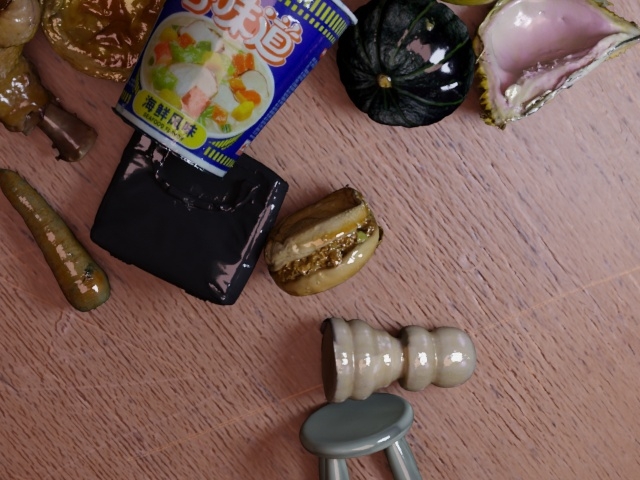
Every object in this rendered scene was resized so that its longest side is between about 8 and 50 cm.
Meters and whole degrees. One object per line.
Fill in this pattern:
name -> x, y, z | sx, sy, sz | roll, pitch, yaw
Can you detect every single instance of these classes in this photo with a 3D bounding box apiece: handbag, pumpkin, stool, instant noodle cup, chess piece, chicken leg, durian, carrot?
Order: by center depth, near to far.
instant noodle cup -> -0.142, -0.268, 1.573 | 0.284, 0.284, 0.312 | 32, 94, -10
chicken leg -> -0.485, -0.275, 1.608 | 0.295, 0.182, 0.409 | -28, 120, 35
pumpkin -> 0.132, -0.279, 1.675 | 0.220, 0.162, 0.221 | 18, 129, 24
handbag -> -0.207, -0.048, 1.715 | 0.275, 0.088, 0.244 | 25, 94, 14
durian -> 0.349, -0.315, 1.719 | 0.305, 0.185, 0.196 | -35, 83, -2
carrot -> -0.444, -0.015, 1.744 | 0.078, 0.078, 0.298 | -34, 98, 2
stool -> 0.078, 0.384, 1.805 | 0.195, 0.195, 0.199 | -14, 104, -3
chess piece -> 0.135, 0.197, 1.810 | 0.260, 0.143, 0.143 | -1, 101, -9

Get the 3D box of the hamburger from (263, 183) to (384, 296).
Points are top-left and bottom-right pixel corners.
hamburger -> -0.001, 0.001, 1.715 | 0.213, 0.214, 0.108 | -31, 109, 1

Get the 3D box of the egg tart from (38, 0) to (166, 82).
egg tart -> -0.319, -0.368, 1.663 | 0.241, 0.106, 0.241 | -2, 103, -9

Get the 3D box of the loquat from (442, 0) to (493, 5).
loquat -> 0.245, -0.460, 1.637 | 0.246, 0.213, 0.213 | 3, 101, 6
